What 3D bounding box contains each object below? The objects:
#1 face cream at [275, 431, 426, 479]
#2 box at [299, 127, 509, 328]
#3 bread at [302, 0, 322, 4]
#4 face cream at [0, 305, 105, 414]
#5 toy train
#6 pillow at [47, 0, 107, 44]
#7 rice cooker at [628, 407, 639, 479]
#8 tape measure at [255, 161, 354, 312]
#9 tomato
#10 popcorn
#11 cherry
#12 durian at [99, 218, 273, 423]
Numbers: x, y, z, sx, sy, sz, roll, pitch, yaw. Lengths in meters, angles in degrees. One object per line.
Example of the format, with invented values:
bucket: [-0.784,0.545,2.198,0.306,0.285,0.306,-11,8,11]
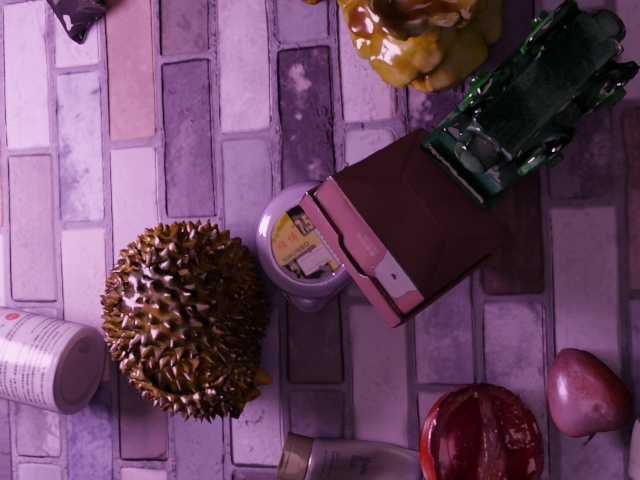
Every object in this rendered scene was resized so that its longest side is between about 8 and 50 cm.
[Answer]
face cream: [0.050,0.347,1.083,0.224,0.070,0.114,14,94,5]
box: [0.120,-0.026,0.983,0.215,0.215,0.086,54,142,8]
bread: [-0.100,-0.462,1.108,0.270,0.077,0.139,28,100,10]
face cream: [-0.552,0.175,1.194,0.369,0.145,0.145,10,93,16]
toy train: [0.268,-0.175,0.919,0.266,0.202,0.145,-44,88,-8]
pillow: [-0.421,-0.412,1.206,0.090,0.048,0.150,-35,84,10]
rice cooker: [0.522,0.210,0.846,0.288,0.288,0.277,6,92,15]
tape measure: [0.000,-0.004,1.073,0.196,0.105,0.178,-33,90,13]
tomato: [0.211,0.289,1.022,0.189,0.099,0.173,12,75,-24]
popcorn: [0.137,-0.339,0.967,0.224,0.270,0.258,-10,54,-11]
cherry: [0.357,0.214,0.983,0.106,0.087,0.126,-40,83,7]
durian: [-0.199,0.117,1.059,0.258,0.258,0.293,-12,98,14]
